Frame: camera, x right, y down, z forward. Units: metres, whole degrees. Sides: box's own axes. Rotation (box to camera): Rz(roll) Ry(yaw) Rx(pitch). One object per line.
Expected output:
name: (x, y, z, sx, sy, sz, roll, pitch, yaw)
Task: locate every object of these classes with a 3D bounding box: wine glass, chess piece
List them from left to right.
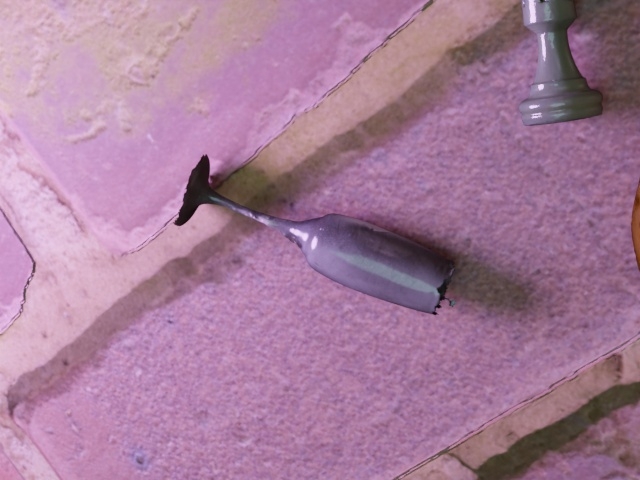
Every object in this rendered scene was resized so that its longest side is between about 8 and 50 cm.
wine glass: (0.000, 0.000, 1.175, 0.262, 0.074, 0.074, 21, 114, 11)
chess piece: (0.187, -0.146, 1.056, 0.067, 0.067, 0.103, -6, 97, 23)

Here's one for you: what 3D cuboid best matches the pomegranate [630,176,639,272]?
pomegranate: (0.353, -0.018, 0.943, 0.260, 0.260, 0.261, 7, 110, 19)
